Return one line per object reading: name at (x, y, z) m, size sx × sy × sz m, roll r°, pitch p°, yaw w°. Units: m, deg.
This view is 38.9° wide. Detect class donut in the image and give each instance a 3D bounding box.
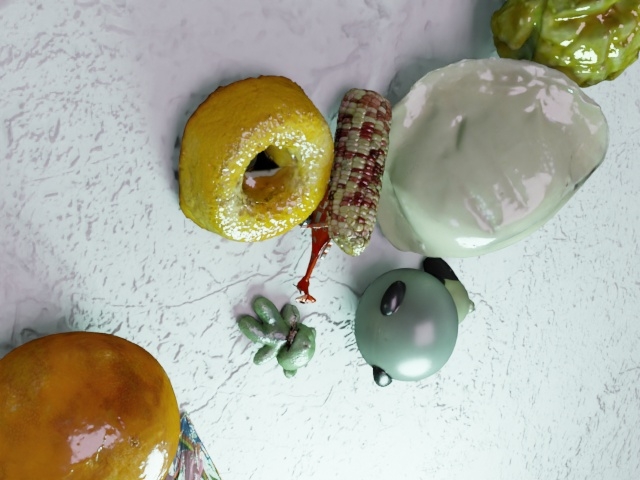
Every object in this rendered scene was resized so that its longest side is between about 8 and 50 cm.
donut at (-0.089, -0.109, 1.275) m, size 0.253 × 0.118 × 0.253 m, roll -27°, pitch 141°, yaw -24°

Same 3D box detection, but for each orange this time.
orange at (-0.323, 0.257, 1.196) m, size 0.284 × 0.226 × 0.284 m, roll -15°, pitch 124°, yaw -25°

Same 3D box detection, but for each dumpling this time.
dumpling at (0.254, -0.137, 1.427) m, size 0.395 × 0.233 × 0.315 m, roll -19°, pitch 123°, yaw 12°

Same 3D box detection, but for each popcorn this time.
popcorn at (0.407, -0.378, 1.428) m, size 0.282 × 0.282 × 0.247 m, roll -37°, pitch 127°, yaw -18°

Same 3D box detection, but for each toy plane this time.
toy plane at (0.007, 0.000, 1.423) m, size 0.126 × 0.077 × 0.194 m, roll -14°, pitch 122°, yaw -31°

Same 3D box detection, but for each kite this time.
kite at (-0.226, 0.385, 1.440) m, size 0.321 × 0.016 × 0.234 m, roll 8°, pitch 87°, yaw -59°

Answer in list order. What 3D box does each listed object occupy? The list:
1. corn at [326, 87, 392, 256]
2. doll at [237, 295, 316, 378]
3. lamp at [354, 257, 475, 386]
corn at (0.053, -0.103, 1.341) m, size 0.086 × 0.086 × 0.253 m, roll 23°, pitch 70°, yaw -43°
doll at (-0.064, 0.155, 1.452) m, size 0.150 × 0.077 × 0.115 m, roll 39°, pitch 75°, yaw -32°
lamp at (0.161, 0.133, 1.553) m, size 0.244 × 0.197 × 0.198 m, roll -29°, pitch 131°, yaw -53°
